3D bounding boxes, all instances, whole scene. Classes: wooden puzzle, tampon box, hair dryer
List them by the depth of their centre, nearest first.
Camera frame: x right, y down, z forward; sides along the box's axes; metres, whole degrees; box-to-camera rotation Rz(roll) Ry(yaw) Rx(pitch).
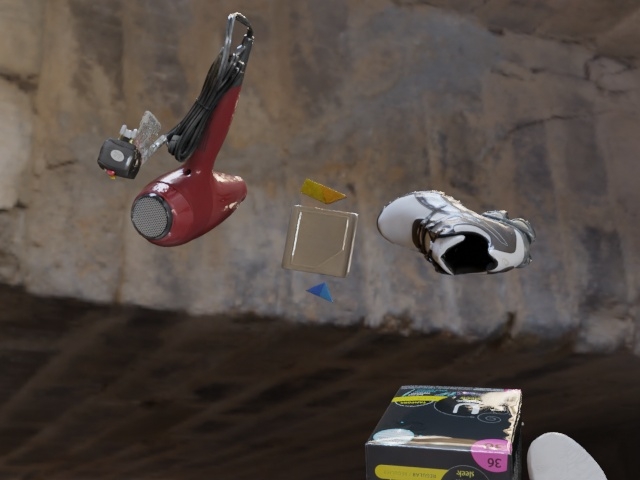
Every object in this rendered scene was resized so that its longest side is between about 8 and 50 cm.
[{"bbox_3d":[0.114,0.201,0.850,0.161,0.120,0.101,-32,-59,-73],"label":"tampon box"},{"bbox_3d":[0.000,0.000,0.983,0.014,0.078,0.116,43,-118,-74],"label":"wooden puzzle"},{"bbox_3d":[-0.120,-0.089,1.043,0.223,0.080,0.293,-47,-14,-15],"label":"hair dryer"}]

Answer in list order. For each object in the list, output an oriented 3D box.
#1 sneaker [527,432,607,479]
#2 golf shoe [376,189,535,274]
[{"bbox_3d":[0.278,0.309,1.021,0.212,0.080,0.094,61,166,16],"label":"sneaker"},{"bbox_3d":[0.136,-0.007,1.078,0.198,0.094,0.077,9,112,35],"label":"golf shoe"}]
